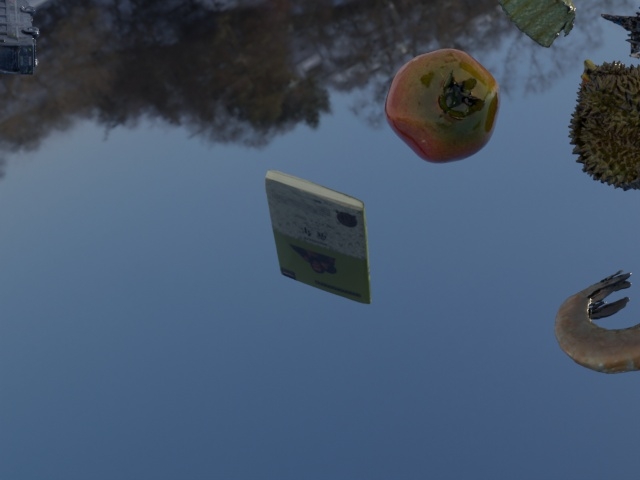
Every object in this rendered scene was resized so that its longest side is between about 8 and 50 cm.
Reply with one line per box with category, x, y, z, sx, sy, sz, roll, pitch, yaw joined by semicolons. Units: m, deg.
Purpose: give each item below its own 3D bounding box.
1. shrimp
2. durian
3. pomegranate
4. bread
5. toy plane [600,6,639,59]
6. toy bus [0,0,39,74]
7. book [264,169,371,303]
shrimp;0.368;0.086;1.121;0.219;0.046;0.152;-10;-150;7
durian;0.614;-0.231;2.001;0.258;0.258;0.293;-35;-140;-17
pomegranate;0.241;-0.257;1.927;0.220;0.221;0.256;-33;-172;-8
bread;0.393;-0.442;1.852;0.103;0.156;0.110;-34;-157;31
toy plane;0.669;-0.457;2.154;0.188;0.135;0.062;1;-156;-41
toy bus;-0.392;-0.261;1.288;0.065;0.047;0.166;-1;-148;-18
book;0.000;0.000;2.250;0.239;0.352;0.035;19;-125;20
